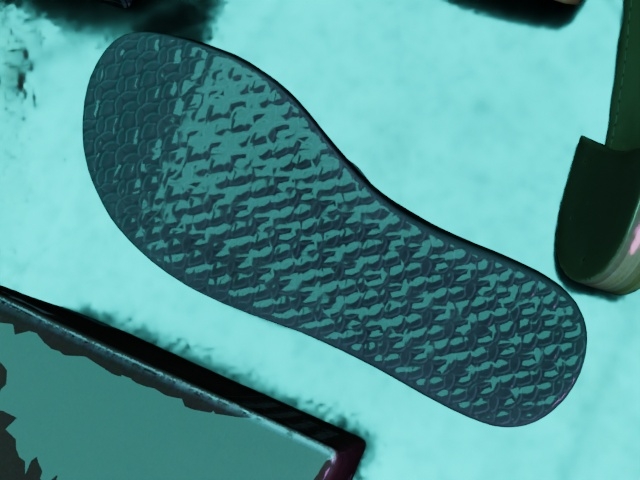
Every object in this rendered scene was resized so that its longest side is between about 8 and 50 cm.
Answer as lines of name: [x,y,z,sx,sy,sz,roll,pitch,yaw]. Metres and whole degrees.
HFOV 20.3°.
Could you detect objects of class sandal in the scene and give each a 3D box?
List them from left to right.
sandal: [0.000,0.001,0.807,0.254,0.054,0.097,35,96,-3]
sandal: [0.181,-0.085,0.795,0.079,0.088,0.240,18,94,-25]

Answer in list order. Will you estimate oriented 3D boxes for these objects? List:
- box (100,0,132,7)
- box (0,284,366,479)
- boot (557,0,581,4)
box: [-0.109,-0.248,0.776,0.142,0.163,0.247,21,87,3]
box: [-0.100,0.143,0.736,0.167,0.168,0.203,24,88,7]
boot: [0.063,-0.269,0.744,0.264,0.096,0.280,25,121,-12]
